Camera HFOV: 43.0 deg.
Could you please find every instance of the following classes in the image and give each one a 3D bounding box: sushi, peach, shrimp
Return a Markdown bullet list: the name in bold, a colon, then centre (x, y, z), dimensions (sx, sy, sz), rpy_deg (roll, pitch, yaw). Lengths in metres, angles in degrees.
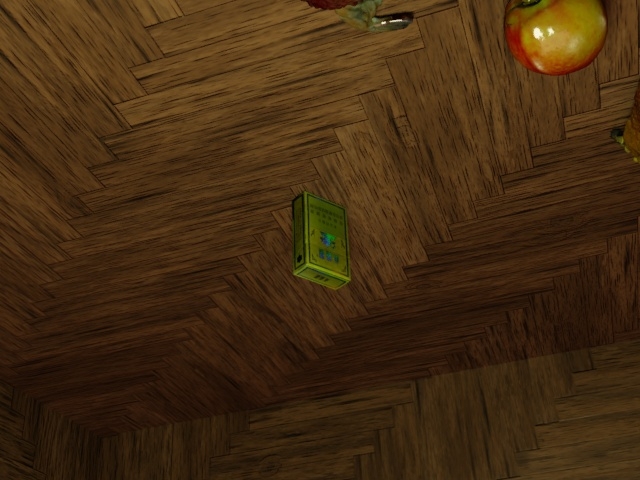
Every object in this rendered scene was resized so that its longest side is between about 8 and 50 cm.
- **sushi**: centre (0.772, -0.232, 1.837), dimensions (0.296, 0.179, 0.167), rpy_deg (19, 124, -36)
- **peach**: centre (0.438, -0.393, 1.507), dimensions (0.197, 0.197, 0.197), rpy_deg (-3, 147, -2)
- **shrimp**: centre (0.168, -0.456, 1.506), dimensions (0.296, 0.058, 0.169), rpy_deg (-7, 154, 12)

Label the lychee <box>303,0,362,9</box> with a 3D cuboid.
- **lychee**: centre (0.012, -0.484, 1.247), dimensions (0.300, 0.264, 0.264), rpy_deg (-24, 148, -9)

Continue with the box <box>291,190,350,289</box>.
- **box**: centre (0.000, 0.000, 2.031), dimensions (0.141, 0.220, 0.064), rpy_deg (21, 140, -34)
